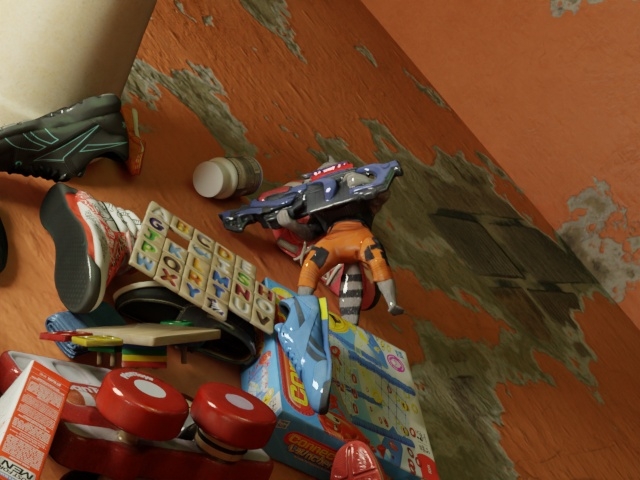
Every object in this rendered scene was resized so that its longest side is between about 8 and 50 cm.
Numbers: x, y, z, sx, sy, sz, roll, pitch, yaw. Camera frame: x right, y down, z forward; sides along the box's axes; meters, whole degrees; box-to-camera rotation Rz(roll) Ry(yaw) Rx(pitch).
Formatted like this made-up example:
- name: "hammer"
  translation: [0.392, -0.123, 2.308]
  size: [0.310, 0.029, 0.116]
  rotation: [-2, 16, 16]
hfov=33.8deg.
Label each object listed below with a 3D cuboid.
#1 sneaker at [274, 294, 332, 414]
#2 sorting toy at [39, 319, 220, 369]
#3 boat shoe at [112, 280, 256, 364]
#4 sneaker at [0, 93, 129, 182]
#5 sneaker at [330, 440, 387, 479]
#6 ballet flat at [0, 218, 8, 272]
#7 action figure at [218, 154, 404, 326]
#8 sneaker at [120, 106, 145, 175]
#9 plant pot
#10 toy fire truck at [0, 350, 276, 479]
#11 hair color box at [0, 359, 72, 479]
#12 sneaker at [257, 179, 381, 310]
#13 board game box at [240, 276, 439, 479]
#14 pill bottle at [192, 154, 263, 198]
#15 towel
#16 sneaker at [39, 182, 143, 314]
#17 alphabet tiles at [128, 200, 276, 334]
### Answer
- name: "sneaker"
  translation: [-0.025, 0.164, 1.519]
  size: [0.082, 0.069, 0.209]
  rotation: [1, 45, -8]
- name: "sorting toy"
  translation: [-0.224, 0.135, 1.336]
  size: [0.274, 0.132, 0.046]
  rotation: [1, 90, -58]
- name: "boat shoe"
  translation: [-0.190, 0.119, 1.517]
  size: [0.233, 0.084, 0.079]
  rotation: [23, 43, -34]
- name: "sneaker"
  translation: [-0.397, -0.129, 1.511]
  size: [0.267, 0.101, 0.106]
  rotation: [-22, 100, -24]
- name: "sneaker"
  translation: [0.087, 0.392, 1.476]
  size: [0.128, 0.087, 0.221]
  rotation: [20, 54, -59]
- name: "ballet flat"
  translation: [-0.453, -0.018, 1.409]
  size: [0.057, 0.049, 0.173]
  rotation: [66, 1, -53]
- name: "action figure"
  translation: [0.000, 0.000, 1.856]
  size: [0.178, 0.341, 0.330]
  rotation: [56, 30, -51]
- name: "sneaker"
  translation: [-0.342, -0.169, 1.820]
  size: [0.067, 0.064, 0.175]
  rotation: [2, 38, -25]
- name: "plant pot"
  translation: [-0.405, -0.340, 1.641]
  size: [0.334, 0.305, 0.334]
  rotation: [28, 28, -17]
- name: "toy fire truck"
  translation: [-0.212, 0.218, 1.246]
  size: [0.302, 0.169, 0.254]
  rotation: [16, 13, -41]
- name: "hair color box"
  translation: [-0.307, 0.209, 1.043]
  size: [0.053, 0.093, 0.167]
  rotation: [35, 26, -18]
- name: "sneaker"
  translation: [-0.015, 0.019, 1.958]
  size: [0.136, 0.116, 0.314]
  rotation: [-11, 52, -45]
- name: "board game box"
  translation: [0.021, 0.239, 1.632]
  size: [0.302, 0.086, 0.308]
  rotation: [30, 27, -26]
- name: "pill bottle"
  translation: [-0.172, -0.117, 1.947]
  size: [0.078, 0.078, 0.137]
  rotation: [49, 25, 14]
- name: "towel"
  translation: [-0.310, 0.118, 1.400]
  size: [0.067, 0.029, 0.119]
  rotation: [48, 25, 13]
- name: "sneaker"
  translation: [-0.299, 0.021, 1.480]
  size: [0.145, 0.090, 0.270]
  rotation: [23, 21, -35]
- name: "alphabet tiles"
  translation: [-0.165, 0.048, 1.551]
  size: [0.237, 0.009, 0.198]
  rotation: [33, 22, -15]
